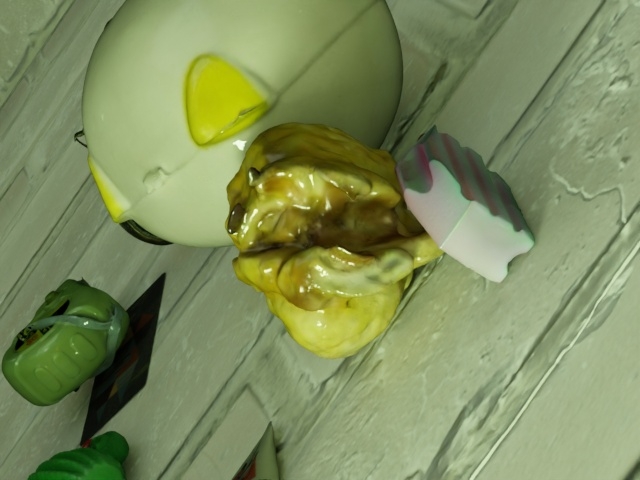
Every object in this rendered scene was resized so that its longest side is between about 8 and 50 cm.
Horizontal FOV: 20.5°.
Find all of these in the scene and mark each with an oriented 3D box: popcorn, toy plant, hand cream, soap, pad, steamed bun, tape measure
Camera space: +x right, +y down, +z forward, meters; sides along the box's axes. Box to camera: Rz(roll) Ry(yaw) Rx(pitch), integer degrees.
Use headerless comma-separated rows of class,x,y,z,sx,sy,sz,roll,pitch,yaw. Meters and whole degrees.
popcorn,0.003,0.002,1.614,0.253,0.191,0.190,-99,27,-72
toy plant,-0.276,0.274,1.985,0.154,0.088,0.240,-44,11,-1
hand cream,-0.060,0.245,1.619,0.080,0.050,0.234,-55,15,14
soap,0.120,-0.037,1.541,0.056,0.100,0.149,-50,23,17
pad,-0.245,0.145,2.203,0.143,0.003,0.211,-43,25,30
steamed bun,-0.085,-0.156,1.863,0.374,0.334,0.334,-38,28,49
tape measure,-0.318,0.131,2.236,0.175,0.106,0.200,-47,20,-14

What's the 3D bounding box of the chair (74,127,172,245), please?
chair,-0.206,-0.074,2.232,0.325,0.160,0.170,-21,40,50

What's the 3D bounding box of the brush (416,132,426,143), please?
brush,0.120,-0.077,1.721,0.043,0.014,0.170,-55,20,8
